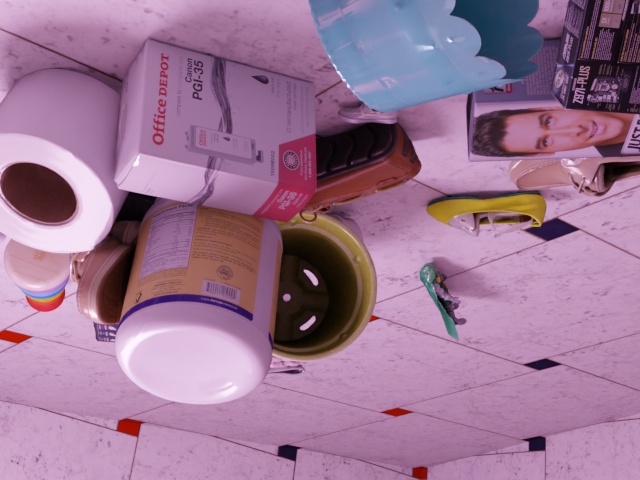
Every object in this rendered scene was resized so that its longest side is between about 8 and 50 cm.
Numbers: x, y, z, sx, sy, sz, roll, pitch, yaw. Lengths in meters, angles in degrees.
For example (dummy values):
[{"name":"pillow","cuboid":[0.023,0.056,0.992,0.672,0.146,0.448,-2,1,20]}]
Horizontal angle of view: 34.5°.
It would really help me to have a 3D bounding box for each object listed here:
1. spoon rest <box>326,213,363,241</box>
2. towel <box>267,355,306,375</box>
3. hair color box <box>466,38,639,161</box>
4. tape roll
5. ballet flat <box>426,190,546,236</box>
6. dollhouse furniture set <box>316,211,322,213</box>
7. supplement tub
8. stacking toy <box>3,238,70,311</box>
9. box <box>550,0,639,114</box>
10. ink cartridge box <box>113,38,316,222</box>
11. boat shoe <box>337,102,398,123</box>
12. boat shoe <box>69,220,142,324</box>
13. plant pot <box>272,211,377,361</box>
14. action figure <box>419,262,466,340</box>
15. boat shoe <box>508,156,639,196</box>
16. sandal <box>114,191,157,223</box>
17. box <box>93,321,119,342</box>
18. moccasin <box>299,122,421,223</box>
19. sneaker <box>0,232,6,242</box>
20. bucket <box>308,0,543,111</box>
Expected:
[{"name":"spoon rest","cuboid":[0.000,0.000,2.121,0.137,0.084,0.276,16,165,-28]},{"name":"towel","cuboid":[-0.232,0.247,2.433,0.332,0.053,0.317,1,-165,-22]},{"name":"hair color box","cuboid":[0.414,-0.214,1.571,0.375,0.113,0.185,-1,156,5]},{"name":"tape roll","cuboid":[-0.413,-0.124,1.621,0.246,0.169,0.246,8,135,8]},{"name":"ballet flat","cuboid":[0.319,-0.047,1.987,0.231,0.077,0.077,-5,156,12]},{"name":"dollhouse furniture set","cuboid":[-0.062,-0.046,1.996,0.059,0.076,0.152,18,150,-32]},{"name":"supplement tub","cuboid":[-0.185,0.066,1.650,0.241,0.331,0.241,2,139,2]},{"name":"stacking toy","cuboid":[-0.599,0.082,2.243,0.141,0.141,0.330,4,161,-9]},{"name":"box","cuboid":[0.404,-0.266,1.384,0.147,0.077,0.180,3,116,-6]},{"name":"ink cartridge box","cuboid":[-0.157,-0.162,1.577,0.283,0.207,0.117,11,152,-24]},{"name":"boat shoe","cuboid":[0.078,-0.213,1.683,0.100,0.035,0.035,4,129,2]},{"name":"boat shoe","cuboid":[-0.363,0.048,1.704,0.110,0.121,0.341,8,-165,-1]},{"name":"plant pot","cuboid":[-0.052,0.099,1.973,0.276,0.276,0.254,4,170,-9]},{"name":"action figure","cuboid":[0.272,0.118,2.338,0.063,0.137,0.232,-28,142,6]},{"name":"boat shoe","cuboid":[0.466,-0.129,1.775,0.302,0.098,0.109,-14,152,30]},{"name":"sandal","cuboid":[-0.437,-0.087,1.908,0.446,0.107,0.167,-2,160,37]},{"name":"box","cuboid":[-0.361,0.135,2.296,0.270,0.165,0.143,4,157,-7]},{"name":"moccasin","cuboid":[-0.010,-0.106,1.812,0.380,0.139,0.147,-19,142,18]},{"name":"sneaker","cuboid":[-0.654,-0.082,1.864,0.129,0.111,0.297,-16,144,15]},{"name":"bucket","cuboid":[0.123,-0.293,1.221,0.183,0.281,0.281,-15,152,32]}]
